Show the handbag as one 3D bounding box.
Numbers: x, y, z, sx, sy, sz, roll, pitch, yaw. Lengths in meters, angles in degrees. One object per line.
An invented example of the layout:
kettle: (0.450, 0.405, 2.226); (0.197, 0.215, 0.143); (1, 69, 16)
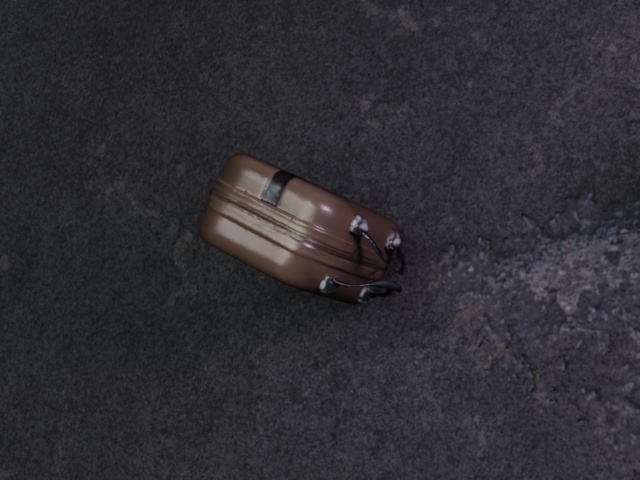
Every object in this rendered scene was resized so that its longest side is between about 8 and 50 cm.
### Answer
handbag: (0.000, 0.000, 2.045); (0.283, 0.302, 0.149); (29, 92, 26)
